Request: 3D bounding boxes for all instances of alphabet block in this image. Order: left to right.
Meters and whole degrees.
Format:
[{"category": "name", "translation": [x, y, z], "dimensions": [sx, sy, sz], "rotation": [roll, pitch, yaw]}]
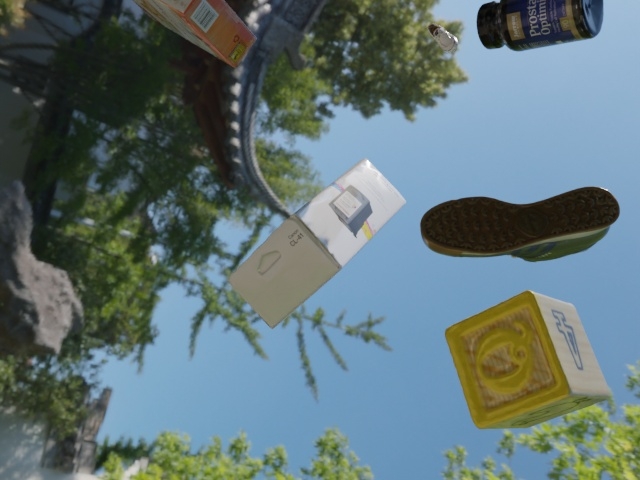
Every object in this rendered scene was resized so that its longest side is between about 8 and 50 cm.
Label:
[{"category": "alphabet block", "translation": [0.371, 0.220, 1.268], "dimensions": [0.192, 0.197, 0.194], "rotation": [-34, -121, 31]}]

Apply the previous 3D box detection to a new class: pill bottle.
[{"category": "pill bottle", "translation": [0.423, -0.436, 1.370], "dimensions": [0.219, 0.122, 0.123], "rotation": [0, -108, 42]}]

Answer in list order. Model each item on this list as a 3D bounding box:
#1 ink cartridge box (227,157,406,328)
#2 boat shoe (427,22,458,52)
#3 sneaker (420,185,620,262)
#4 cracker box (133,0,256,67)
[{"category": "ink cartridge box", "translation": [0.000, 0.000, 1.319], "dimensions": [0.226, 0.131, 0.306], "rotation": [-44, 180, 38]}, {"category": "boat shoe", "translation": [0.246, -0.416, 1.435], "dimensions": [0.035, 0.035, 0.100], "rotation": [-52, -143, 27]}, {"category": "sneaker", "translation": [0.199, -0.003, 0.722], "dimensions": [0.086, 0.192, 0.064], "rotation": [72, 12, -64]}, {"category": "cracker box", "translation": [-0.231, -0.382, 1.129], "dimensions": [0.232, 0.155, 0.067], "rotation": [36, -90, 29]}]
